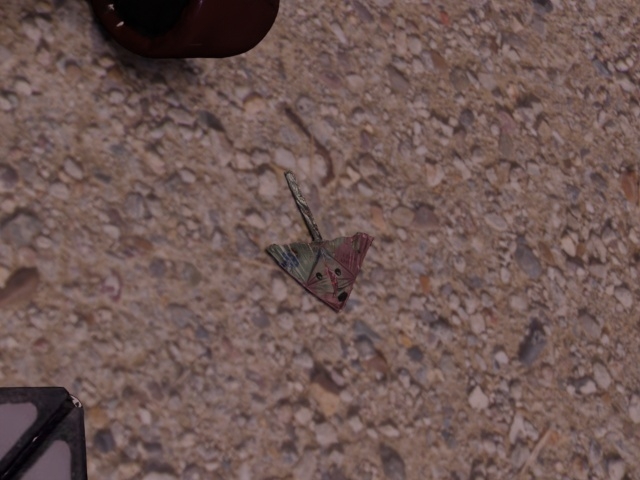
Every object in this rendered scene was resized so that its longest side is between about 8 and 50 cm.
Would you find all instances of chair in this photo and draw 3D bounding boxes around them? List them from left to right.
[{"bbox_3d":[-0.239,-0.238,0.906,0.401,0.226,0.226,-15,80,-40],"label":"chair"}]

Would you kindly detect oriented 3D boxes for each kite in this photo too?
[{"bbox_3d":[0.000,0.000,1.112,0.137,0.005,0.152,-5,74,-39],"label":"kite"}]

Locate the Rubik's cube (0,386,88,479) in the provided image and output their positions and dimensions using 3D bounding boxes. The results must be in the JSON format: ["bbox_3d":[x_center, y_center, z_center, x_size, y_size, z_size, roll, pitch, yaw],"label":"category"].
[{"bbox_3d":[-0.286,0.232,0.656,0.259,0.260,0.254,4,70,-37],"label":"Rubik's cube"}]
